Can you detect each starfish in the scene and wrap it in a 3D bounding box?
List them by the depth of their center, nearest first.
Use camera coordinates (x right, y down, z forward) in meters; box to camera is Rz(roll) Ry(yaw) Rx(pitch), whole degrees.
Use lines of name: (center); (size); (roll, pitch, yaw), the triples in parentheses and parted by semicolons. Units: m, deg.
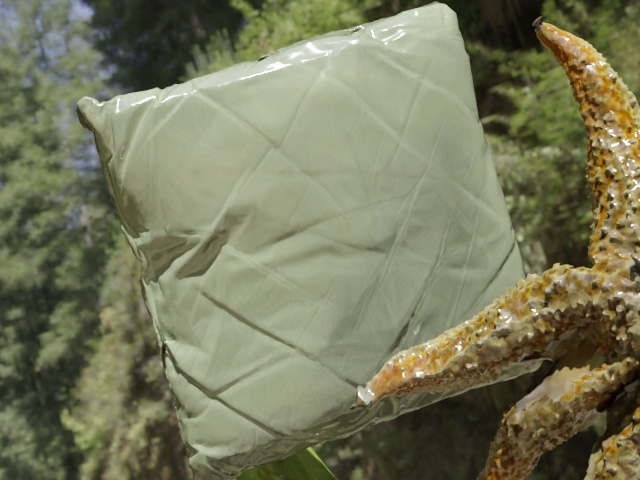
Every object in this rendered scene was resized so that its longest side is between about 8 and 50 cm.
starfish: (0.155, 0.052, 0.713); (0.294, 0.301, 0.084); (-54, -25, 8)

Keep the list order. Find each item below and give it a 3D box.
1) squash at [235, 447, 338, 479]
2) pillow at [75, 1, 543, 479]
squash: (0.014, 0.297, 0.987); (0.118, 0.371, 0.118); (-22, 0, 0)
pillow: (0.001, -0.002, 0.844); (0.274, 0.281, 0.076); (-18, 5, -10)
